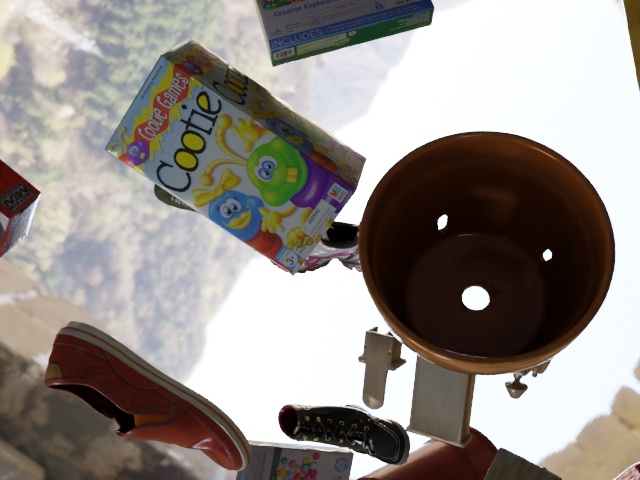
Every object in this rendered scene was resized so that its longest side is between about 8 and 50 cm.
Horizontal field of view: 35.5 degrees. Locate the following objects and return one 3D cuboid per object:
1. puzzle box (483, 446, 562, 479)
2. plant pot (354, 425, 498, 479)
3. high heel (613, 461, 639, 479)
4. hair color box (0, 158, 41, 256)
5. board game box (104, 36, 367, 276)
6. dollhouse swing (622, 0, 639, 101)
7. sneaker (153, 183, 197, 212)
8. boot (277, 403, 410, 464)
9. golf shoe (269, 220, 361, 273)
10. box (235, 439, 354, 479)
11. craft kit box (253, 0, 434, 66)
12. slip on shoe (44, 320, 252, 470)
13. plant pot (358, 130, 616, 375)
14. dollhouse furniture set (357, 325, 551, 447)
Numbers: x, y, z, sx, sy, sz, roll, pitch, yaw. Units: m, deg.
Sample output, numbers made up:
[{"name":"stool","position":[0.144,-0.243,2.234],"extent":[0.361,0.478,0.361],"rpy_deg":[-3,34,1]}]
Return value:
[{"name":"puzzle box","position":[0.061,0.374,0.747],"extent":[0.409,0.052,0.272],"rpy_deg":[-60,164,-20]},{"name":"plant pot","position":[0.215,0.542,2.040],"extent":[0.265,0.272,0.272],"rpy_deg":[-12,158,-32]},{"name":"high heel","position":[0.279,0.421,1.219],"extent":[0.377,0.127,0.181],"rpy_deg":[-33,-151,25]},{"name":"hair color box","position":[-0.313,-0.055,0.861],"extent":[0.043,0.141,0.072],"rpy_deg":[-51,178,-41]},{"name":"board game box","position":[-0.098,-0.108,1.241],"extent":[0.142,0.275,0.144],"rpy_deg":[-54,-174,21]},{"name":"dollhouse swing","position":[0.641,-0.295,1.474],"extent":[0.305,0.347,0.315],"rpy_deg":[-9,-172,30]},{"name":"sneaker","position":[-0.186,-0.074,1.559],"extent":[0.086,0.192,0.064],"rpy_deg":[10,93,-71]},{"name":"boot","position":[0.042,0.367,1.898],"extent":[0.236,0.178,0.085],"rpy_deg":[17,-82,58]},{"name":"golf shoe","position":[0.000,0.000,1.441],"extent":[0.186,0.086,0.067],"rpy_deg":[-4,-130,26]},{"name":"box","position":[-0.048,0.407,1.644],"extent":[0.038,0.186,0.145],"rpy_deg":[-158,-101,-68]},{"name":"craft kit box","position":[0.014,-0.402,1.490],"extent":[0.250,0.247,0.061],"rpy_deg":[-15,163,-3]},{"name":"slip on shoe","position":[-0.240,0.238,1.393],"extent":[0.123,0.331,0.101],"rpy_deg":[-22,-144,54]},{"name":"plant pot","position":[0.196,0.041,1.224],"extent":[0.291,0.291,0.203],"rpy_deg":[-55,162,-17]},{"name":"dollhouse furniture set","position":[0.281,0.246,1.946],"extent":[0.355,0.303,0.174],"rpy_deg":[-19,118,-60]}]
